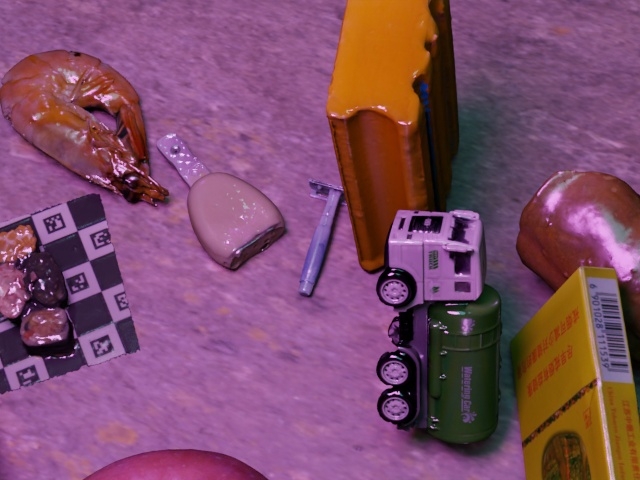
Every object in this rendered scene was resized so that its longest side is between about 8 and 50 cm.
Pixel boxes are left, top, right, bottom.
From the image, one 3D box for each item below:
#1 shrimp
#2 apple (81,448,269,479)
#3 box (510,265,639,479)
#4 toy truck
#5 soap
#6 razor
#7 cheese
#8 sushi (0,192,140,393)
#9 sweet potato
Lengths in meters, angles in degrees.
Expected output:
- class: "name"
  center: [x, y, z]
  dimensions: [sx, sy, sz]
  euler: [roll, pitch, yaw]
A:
- class: "shrimp"
  center: [-0.268, -0.135, 1.619]
  dimensions: [0.145, 0.061, 0.267]
  euler: [-37, 64, -25]
- class: "apple"
  center: [-0.144, 0.345, 1.257]
  dimensions: [0.305, 0.235, 0.306]
  euler: [0, 63, 0]
- class: "box"
  center: [0.254, 0.214, 1.327]
  dimensions: [0.047, 0.187, 0.335]
  euler: [6, 61, -15]
- class: "toy truck"
  center: [0.122, 0.093, 1.383]
  dimensions: [0.125, 0.243, 0.101]
  euler: [2, 24, 11]
- class: "soap"
  center: [0.083, -0.118, 1.442]
  dimensions: [0.096, 0.324, 0.204]
  euler: [6, 61, 12]
- class: "razor"
  center: [0.000, 0.000, 1.546]
  dimensions: [0.068, 0.040, 0.135]
  euler: [14, 71, 11]
- class: "cheese"
  center: [-0.127, -0.056, 1.577]
  dimensions: [0.097, 0.037, 0.192]
  euler: [-34, 66, -15]
- class: "sushi"
  center: [-0.320, 0.049, 1.527]
  dimensions: [0.192, 0.050, 0.215]
  euler: [-18, 63, -6]
- class: "sweet potato"
  center: [0.373, 0.069, 1.416]
  dimensions: [0.369, 0.158, 0.158]
  euler: [39, 71, 17]
